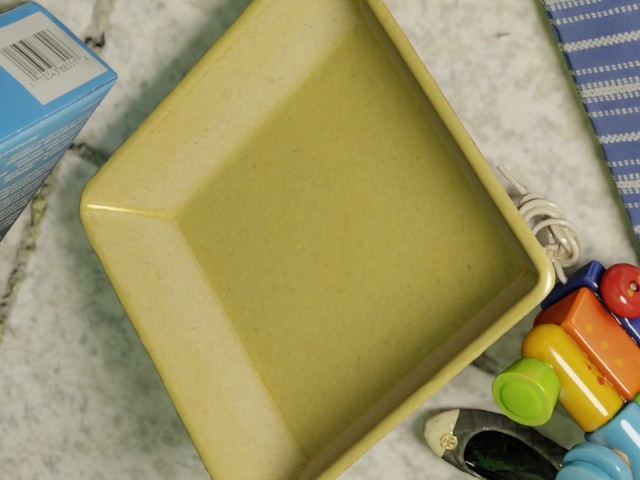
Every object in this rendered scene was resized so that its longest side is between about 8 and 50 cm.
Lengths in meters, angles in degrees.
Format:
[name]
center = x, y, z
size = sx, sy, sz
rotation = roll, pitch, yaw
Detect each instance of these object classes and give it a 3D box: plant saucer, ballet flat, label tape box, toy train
[plant saucer]
center = 0.000, 0.000, 1.354
size = 0.333, 0.081, 0.332
rotation = -44, 62, 28
[ballet flat]
center = 0.159, 0.178, 1.423
size = 0.173, 0.049, 0.057
rotation = 23, 114, 13
[label tape box]
center = -0.330, -0.014, 1.440
size = 0.106, 0.240, 0.333
rotation = 42, 118, 3
[toy train]
center = 0.169, 0.076, 1.316
size = 0.248, 0.143, 0.105
rotation = 50, 140, -1

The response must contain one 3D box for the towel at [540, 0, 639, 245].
[towel]
center = 0.263, -0.106, 1.224
size = 0.243, 0.040, 0.336
rotation = -4, 111, 59
